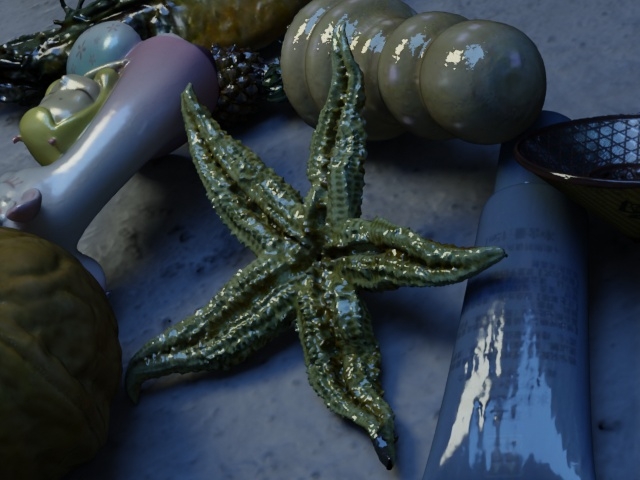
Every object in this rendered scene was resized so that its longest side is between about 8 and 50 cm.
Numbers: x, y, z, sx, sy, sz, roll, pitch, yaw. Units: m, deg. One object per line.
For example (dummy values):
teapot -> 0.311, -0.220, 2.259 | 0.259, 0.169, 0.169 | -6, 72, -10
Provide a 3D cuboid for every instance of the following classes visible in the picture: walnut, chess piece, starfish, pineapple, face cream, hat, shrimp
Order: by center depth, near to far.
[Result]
face cream -> 0.156, 0.058, 1.056 | 0.135, 0.086, 0.385 | -5, 48, 22
hat -> 0.244, -0.037, 1.058 | 0.193, 0.082, 0.193 | -3, 18, 1
walnut -> -0.263, 0.097, 1.079 | 0.228, 0.228, 0.228 | -11, 44, 11
starfish -> 0.002, -0.001, 1.127 | 0.347, 0.078, 0.358 | 15, 81, 35
chess piece -> 0.090, -0.143, 1.186 | 0.143, 0.143, 0.261 | -42, 30, -20
pineapple -> -0.066, -0.164, 1.361 | 0.221, 0.083, 0.103 | -11, 41, 11
shrimp -> -0.211, -0.279, 1.425 | 0.445, 0.272, 0.085 | -22, 12, 13

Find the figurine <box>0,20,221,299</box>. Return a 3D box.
figurine -> -0.272, -0.048, 1.258 | 0.284, 0.206, 0.316 | 8, 41, 29
